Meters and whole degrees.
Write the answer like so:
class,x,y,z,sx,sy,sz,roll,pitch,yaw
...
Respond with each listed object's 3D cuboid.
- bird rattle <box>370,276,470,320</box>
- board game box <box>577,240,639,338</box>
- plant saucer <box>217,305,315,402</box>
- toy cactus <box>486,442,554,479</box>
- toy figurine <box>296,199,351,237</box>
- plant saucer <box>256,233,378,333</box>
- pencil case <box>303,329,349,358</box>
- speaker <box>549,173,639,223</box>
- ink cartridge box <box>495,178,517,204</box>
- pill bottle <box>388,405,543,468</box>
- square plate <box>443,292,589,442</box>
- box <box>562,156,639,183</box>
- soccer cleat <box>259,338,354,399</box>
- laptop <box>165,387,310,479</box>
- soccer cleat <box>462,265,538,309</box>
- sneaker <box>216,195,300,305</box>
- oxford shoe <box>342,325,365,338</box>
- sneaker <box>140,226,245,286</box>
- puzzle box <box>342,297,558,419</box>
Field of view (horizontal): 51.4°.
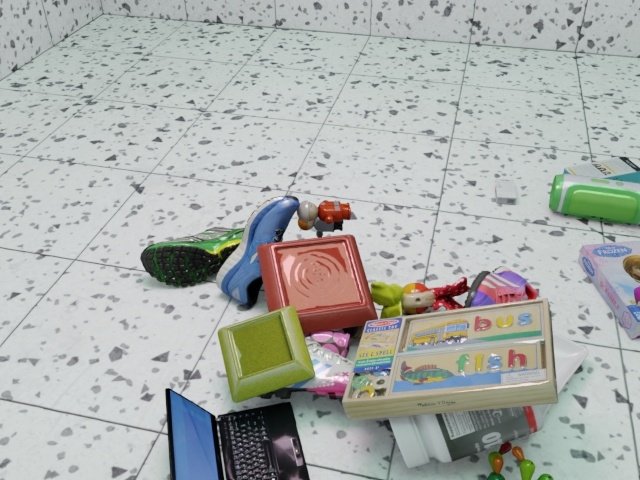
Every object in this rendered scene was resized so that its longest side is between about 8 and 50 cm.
class,x,y,z,sx,sy,sz,roll,pitch,yaw
bird rattle,0.248,0.139,1.682,0.253,0.143,0.207,-16,2,4
board game box,0.913,0.117,1.784,0.319,0.066,0.318,-5,37,-6
plant saucer,-0.126,0.237,1.460,0.188,0.045,0.188,-18,55,-3
toy cactus,0.367,0.502,1.272,0.180,0.112,0.219,-30,46,-7
toy figurine,0.000,0.000,1.818,0.148,0.213,0.209,-1,-8,-7
plant saucer,-0.008,0.094,1.616,0.259,0.048,0.258,-6,58,-13
pencil case,-0.033,0.246,1.605,0.209,0.098,0.095,11,63,10
speaker,0.872,-0.129,2.060,0.296,0.131,0.131,10,38,13
ink cartridge box,0.608,-0.161,2.188,0.063,0.029,0.115,5,36,7
pill bottle,0.289,0.354,1.356,0.283,0.161,0.161,-21,38,3
square plate,0.402,0.289,1.575,0.344,0.049,0.347,27,45,30
box,0.944,-0.215,2.229,0.244,0.060,0.100,-10,38,-13
soccer cleat,-0.001,0.284,1.495,0.331,0.116,0.143,1,74,3
laptop,-0.169,0.404,1.355,0.264,0.136,0.234,-8,38,-10
soccer cleat,0.441,0.136,1.622,0.116,0.108,0.318,28,19,26
sneaker,-0.136,0.030,1.753,0.147,0.330,0.130,37,17,23
oxford shoe,0.083,0.186,1.716,0.076,0.076,0.212,18,26,-28
sneaker,-0.332,0.037,1.873,0.343,0.134,0.146,-4,29,-20
puzzle box,0.265,0.237,1.354,0.409,0.052,0.272,-11,26,21
